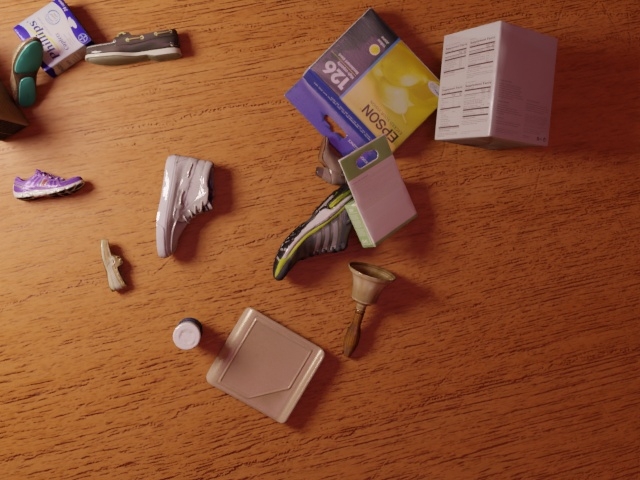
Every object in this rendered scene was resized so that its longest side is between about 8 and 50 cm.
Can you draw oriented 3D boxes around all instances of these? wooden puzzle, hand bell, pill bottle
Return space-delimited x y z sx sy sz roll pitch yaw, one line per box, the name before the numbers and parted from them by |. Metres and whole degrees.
wooden puzzle | -0.141 0.320 1.702 0.238 0.044 0.221 31 89 -2
hand bell | 0.099 0.188 1.704 0.126 0.126 0.242 15 104 -7
pill bottle | -0.325 0.226 1.633 0.067 0.120 0.067 0 93 -6

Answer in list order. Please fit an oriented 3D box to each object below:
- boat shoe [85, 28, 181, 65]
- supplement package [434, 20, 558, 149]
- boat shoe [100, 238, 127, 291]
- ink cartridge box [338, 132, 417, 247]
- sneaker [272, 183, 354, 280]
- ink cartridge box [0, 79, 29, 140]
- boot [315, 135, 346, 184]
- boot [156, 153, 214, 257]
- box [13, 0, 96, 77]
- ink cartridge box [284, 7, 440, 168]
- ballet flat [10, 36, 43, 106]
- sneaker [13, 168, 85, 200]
boat shoe | -0.457 -0.472 1.611 0.227 0.081 0.069 -8 91 -13
supplement package | 0.428 -0.368 1.624 0.199 0.198 0.263 3 93 -31
boat shoe | -0.513 0.058 1.644 0.045 0.050 0.136 -13 104 -9
ink cartridge box | 0.134 -0.124 1.650 0.171 0.056 0.235 -34 106 -31
sneaker | 0.000 0.000 1.670 0.300 0.111 0.121 -44 100 -1
ink cartridge box | -0.799 -0.352 1.518 0.088 0.193 0.235 -33 95 -2
boot | 0.037 -0.202 1.699 0.086 0.042 0.119 12 92 -13
boot | -0.327 -0.079 1.631 0.123 0.095 0.259 7 91 0
box | -0.635 -0.486 1.591 0.137 0.072 0.126 -36 95 -3
ink cartridge box | 0.121 -0.373 1.684 0.303 0.072 0.307 44 85 -8
ballet flat | -0.695 -0.404 1.543 0.073 0.206 0.067 -21 66 -43
sneaker | -0.663 -0.141 1.608 0.169 0.068 0.071 -7 88 -5
